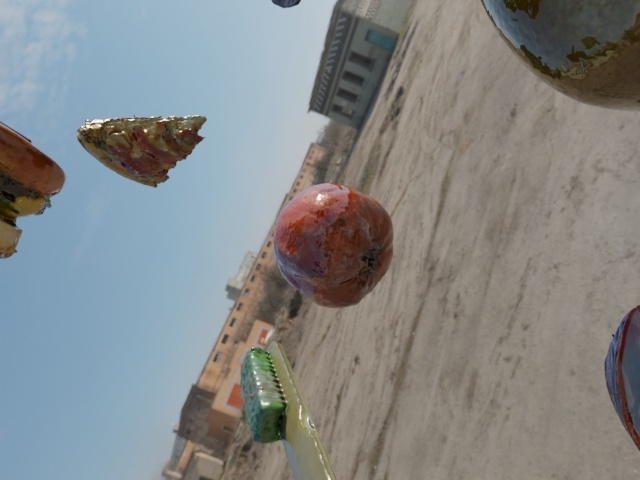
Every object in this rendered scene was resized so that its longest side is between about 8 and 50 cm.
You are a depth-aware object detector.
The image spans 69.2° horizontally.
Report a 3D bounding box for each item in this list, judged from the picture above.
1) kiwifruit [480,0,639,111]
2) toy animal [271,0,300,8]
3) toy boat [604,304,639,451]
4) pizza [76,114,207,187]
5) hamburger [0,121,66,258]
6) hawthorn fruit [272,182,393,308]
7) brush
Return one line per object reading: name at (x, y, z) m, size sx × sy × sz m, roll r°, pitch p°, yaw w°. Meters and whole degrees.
kiwifruit at (0.213, -0.195, 0.308) m, size 0.234 × 0.195 × 0.196 m, roll 66°, pitch 151°, yaw 28°
toy animal at (-0.050, -0.529, 0.719) m, size 0.185 × 0.122 × 0.298 m, roll -49°, pitch -31°, yaw -31°
toy boat at (0.431, 0.181, 0.555) m, size 0.318 × 0.071 × 0.219 m, roll 62°, pitch -163°, yaw -69°
pizza at (-0.269, -0.150, 0.756) m, size 0.188 × 0.198 × 0.062 m, roll 37°, pitch -142°, yaw -62°
hamburger at (-0.580, -0.092, 0.725) m, size 0.291 × 0.290 × 0.225 m, roll 121°, pitch 174°, yaw -74°
hawthorn fruit at (0.000, 0.000, 0.912) m, size 0.241 × 0.271 × 0.242 m, roll -29°, pitch -51°, yaw -43°
brush at (-0.029, 0.167, 0.389) m, size 0.282 × 0.048 × 0.054 m, roll -140°, pitch 57°, yaw -68°
